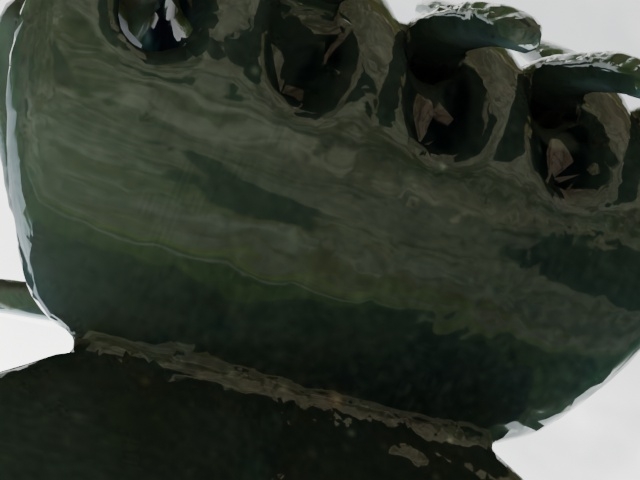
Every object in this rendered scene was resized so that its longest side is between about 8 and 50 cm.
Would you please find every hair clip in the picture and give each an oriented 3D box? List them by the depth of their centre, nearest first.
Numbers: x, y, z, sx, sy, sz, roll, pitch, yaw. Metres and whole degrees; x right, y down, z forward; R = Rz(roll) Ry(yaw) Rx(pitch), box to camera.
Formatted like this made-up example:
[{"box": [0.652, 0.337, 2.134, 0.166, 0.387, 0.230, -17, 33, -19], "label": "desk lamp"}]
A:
[{"box": [0.000, 0.000, 0.518, 0.318, 0.238, 0.392, 18, -170, -19], "label": "hair clip"}]
